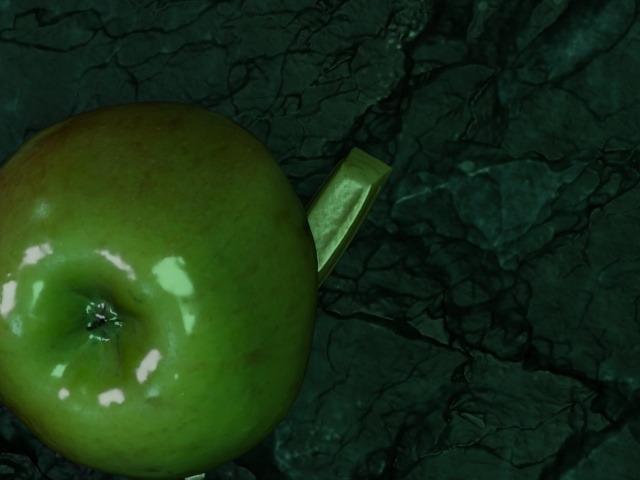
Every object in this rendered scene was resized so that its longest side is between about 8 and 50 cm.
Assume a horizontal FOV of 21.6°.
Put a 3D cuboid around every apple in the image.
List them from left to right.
[{"bbox_3d":[-0.167,0.051,1.507,0.338,0.305,0.338,3,115,7],"label":"apple"}]

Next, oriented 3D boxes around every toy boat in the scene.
[{"bbox_3d":[0.000,0.000,1.679,0.057,0.077,0.200,32,83,6],"label":"toy boat"}]

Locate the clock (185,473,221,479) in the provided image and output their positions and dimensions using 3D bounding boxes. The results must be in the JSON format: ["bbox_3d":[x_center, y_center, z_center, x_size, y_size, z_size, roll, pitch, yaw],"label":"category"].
[{"bbox_3d":[-0.102,0.310,1.644,0.229,0.063,0.156,23,83,-10],"label":"clock"}]
